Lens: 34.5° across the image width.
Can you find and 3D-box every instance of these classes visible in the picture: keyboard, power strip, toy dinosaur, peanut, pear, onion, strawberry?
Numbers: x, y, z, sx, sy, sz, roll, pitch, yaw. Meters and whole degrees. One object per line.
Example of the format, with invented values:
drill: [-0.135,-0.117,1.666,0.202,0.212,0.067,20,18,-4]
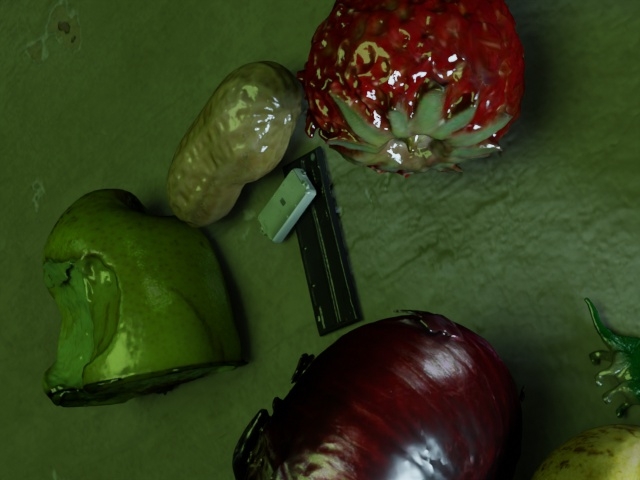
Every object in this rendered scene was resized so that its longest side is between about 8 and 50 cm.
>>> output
keyboard: [0.000,0.000,1.110,0.063,0.010,0.198,-26,70,41]
power strip: [-0.037,-0.038,1.130,0.090,0.016,0.040,-52,54,32]
toy dinosaur: [0.257,0.099,0.866,0.060,0.029,0.120,-28,62,21]
peanut: [-0.100,-0.102,1.150,0.226,0.095,0.108,-48,54,30]
pear: [0.230,0.234,0.797,0.178,0.178,0.178,-4,84,42]
pear: [-0.222,0.055,1.208,0.238,0.164,0.255,-19,73,42]
onion: [0.059,0.207,0.854,0.232,0.314,0.314,28,106,26]
strawberry: [0.088,-0.186,0.938,0.205,0.205,0.244,-19,58,40]
